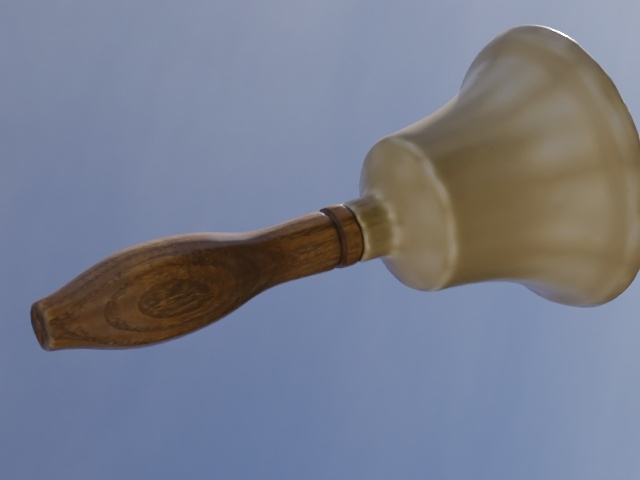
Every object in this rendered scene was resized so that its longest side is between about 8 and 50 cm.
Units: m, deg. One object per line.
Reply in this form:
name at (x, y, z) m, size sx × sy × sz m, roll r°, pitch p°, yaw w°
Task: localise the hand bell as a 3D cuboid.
hand bell at (0.000, 0.000, 0.688) m, size 0.242 × 0.126 × 0.126 m, roll -17°, pitch -52°, yaw -28°
